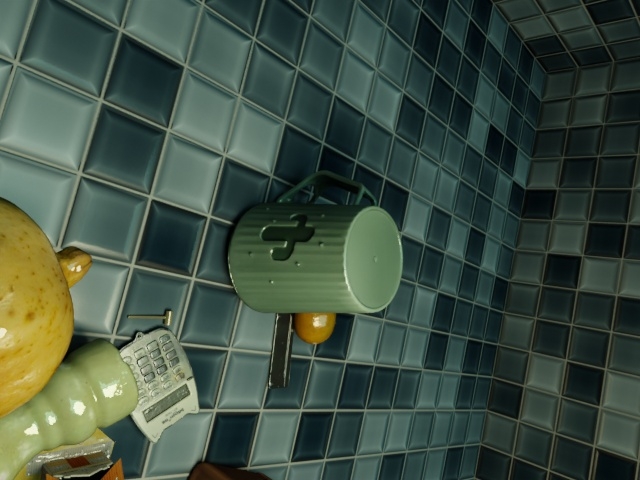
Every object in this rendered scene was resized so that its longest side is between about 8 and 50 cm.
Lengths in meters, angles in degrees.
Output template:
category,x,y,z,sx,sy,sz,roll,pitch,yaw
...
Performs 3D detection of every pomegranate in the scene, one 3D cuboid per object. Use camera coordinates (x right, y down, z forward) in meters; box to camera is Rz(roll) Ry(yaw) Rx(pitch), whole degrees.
category,x,y,z,sx,sy,sz,roll,pitch,yaw
pomegranate,-0.563,0.097,0.792,0.410,0.410,0.410,-6,98,-45

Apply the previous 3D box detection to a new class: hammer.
category,x,y,z,sx,sy,sz,roll,pitch,yaw
hammer,-0.406,0.184,1.196,0.110,0.019,0.036,9,88,-43

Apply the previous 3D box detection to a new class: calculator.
category,x,y,z,sx,sy,sz,roll,pitch,yaw
calculator,-0.395,0.339,1.208,0.177,0.040,0.268,-27,112,-40

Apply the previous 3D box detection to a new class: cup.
category,x,y,z,sx,sy,sz,roll,pitch,yaw
cup,-0.016,0.003,1.319,0.310,0.392,0.401,-2,91,-51

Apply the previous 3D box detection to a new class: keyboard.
category,x,y,z,sx,sy,sz,roll,pitch,yaw
keyboard,-0.117,0.327,1.498,0.072,0.023,0.231,7,89,-38

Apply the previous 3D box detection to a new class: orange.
category,x,y,z,sx,sy,sz,roll,pitch,yaw
orange,-0.013,0.234,1.503,0.156,0.124,0.156,3,90,-75

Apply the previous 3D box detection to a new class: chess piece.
category,x,y,z,sx,sy,sz,roll,pitch,yaw
chess piece,-0.573,0.360,0.922,0.442,0.234,0.234,-28,113,-45

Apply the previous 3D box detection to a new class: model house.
category,x,y,z,sx,sy,sz,roll,pitch,yaw
model house,-0.518,0.518,1.035,0.219,0.136,0.207,9,89,-45

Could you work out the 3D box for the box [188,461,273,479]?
category,x,y,z,sx,sy,sz,roll,pitch,yaw
box,-0.246,0.769,1.266,0.229,0.239,0.339,38,68,-37
